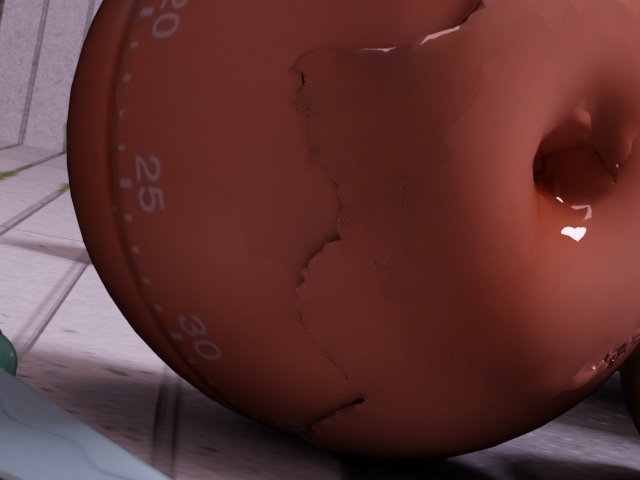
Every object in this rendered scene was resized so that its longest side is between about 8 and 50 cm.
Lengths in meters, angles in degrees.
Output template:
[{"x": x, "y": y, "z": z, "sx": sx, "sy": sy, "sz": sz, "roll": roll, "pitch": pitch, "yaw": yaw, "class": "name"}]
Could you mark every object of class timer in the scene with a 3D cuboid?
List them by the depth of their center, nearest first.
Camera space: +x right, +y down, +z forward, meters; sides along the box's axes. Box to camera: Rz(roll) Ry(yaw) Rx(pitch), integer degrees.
[{"x": 0.024, "y": -0.034, "z": 0.717, "sx": 0.229, "sy": 0.230, "sz": 0.215, "roll": 8, "pitch": 3, "yaw": -38, "class": "timer"}]

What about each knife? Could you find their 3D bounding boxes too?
[{"x": -0.112, "y": 0.048, "z": 0.616, "sx": 0.063, "sy": 0.035, "sz": 0.260, "roll": 4, "pitch": 10, "yaw": -31, "class": "knife"}]

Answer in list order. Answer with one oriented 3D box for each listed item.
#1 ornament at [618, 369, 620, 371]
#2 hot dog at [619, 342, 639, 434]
[{"x": 0.185, "y": 0.056, "z": 1.035, "sx": 0.156, "sy": 0.075, "sz": 0.081, "roll": 14, "pitch": -18, "yaw": 26, "class": "ornament"}, {"x": 0.156, "y": 0.074, "z": 0.691, "sx": 0.100, "sy": 0.068, "sz": 0.249, "roll": 33, "pitch": 9, "yaw": 0, "class": "hot dog"}]
